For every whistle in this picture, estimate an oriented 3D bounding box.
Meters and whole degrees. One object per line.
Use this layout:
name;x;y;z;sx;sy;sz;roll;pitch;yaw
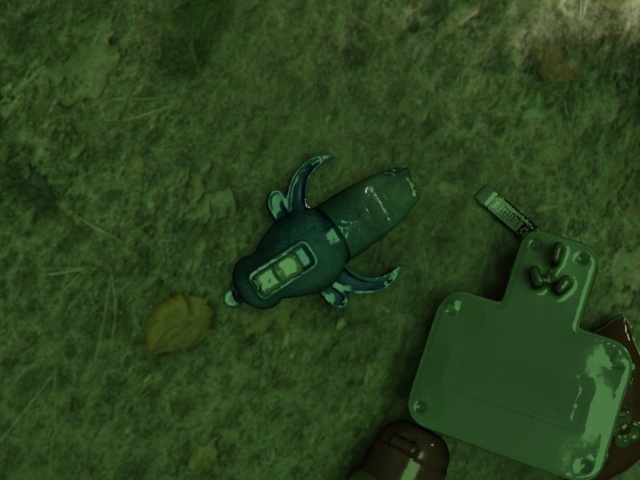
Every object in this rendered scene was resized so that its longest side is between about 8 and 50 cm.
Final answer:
whistle;0.000;0.000;1.044;0.269;0.093;0.180;-32;95;-14

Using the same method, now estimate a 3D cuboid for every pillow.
pillow;0.352;0.207;1.095;0.171;0.075;0.179;-30;94;-5

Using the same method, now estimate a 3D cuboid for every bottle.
bottle;0.070;0.335;1.032;0.120;0.120;0.253;27;85;-8

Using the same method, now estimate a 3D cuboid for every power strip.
power strip;0.243;0.121;1.017;0.230;0.141;0.260;18;86;16

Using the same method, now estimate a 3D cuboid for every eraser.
eraser;0.238;-0.030;1.108;0.099;0.019;0.027;39;98;-7
